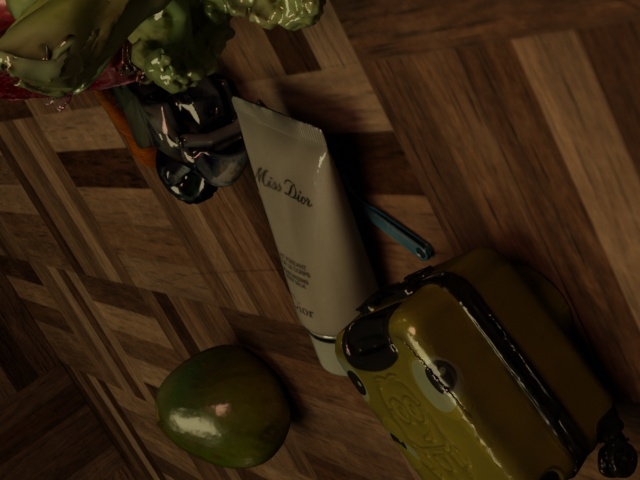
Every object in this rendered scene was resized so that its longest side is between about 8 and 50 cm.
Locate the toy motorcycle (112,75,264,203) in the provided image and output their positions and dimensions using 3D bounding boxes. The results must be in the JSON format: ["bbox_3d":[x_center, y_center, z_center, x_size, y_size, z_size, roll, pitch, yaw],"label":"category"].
[{"bbox_3d":[-0.143,-0.159,1.172,0.159,0.106,0.270,15,124,50],"label":"toy motorcycle"}]

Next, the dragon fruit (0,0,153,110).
[{"bbox_3d":[-0.262,-0.199,1.051,0.211,0.282,0.147,71,-163,-72],"label":"dragon fruit"}]

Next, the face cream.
[{"bbox_3d":[0.000,0.000,1.140,0.143,0.089,0.314,28,144,47],"label":"face cream"}]

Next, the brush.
[{"bbox_3d":[0.048,-0.027,1.105,0.164,0.014,0.051,37,152,32],"label":"brush"}]

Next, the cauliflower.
[{"bbox_3d":[-0.147,-0.230,0.887,0.327,0.281,0.260,25,179,21],"label":"cauliflower"}]

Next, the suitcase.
[{"bbox_3d":[0.138,0.122,0.976,0.235,0.143,0.194,54,157,-3],"label":"suitcase"}]

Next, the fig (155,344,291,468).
[{"bbox_3d":[-0.141,0.241,1.635,0.181,0.191,0.181,177,90,-82],"label":"fig"}]

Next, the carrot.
[{"bbox_3d":[-0.212,-0.142,1.304,0.061,0.061,0.256,47,174,15],"label":"carrot"}]
